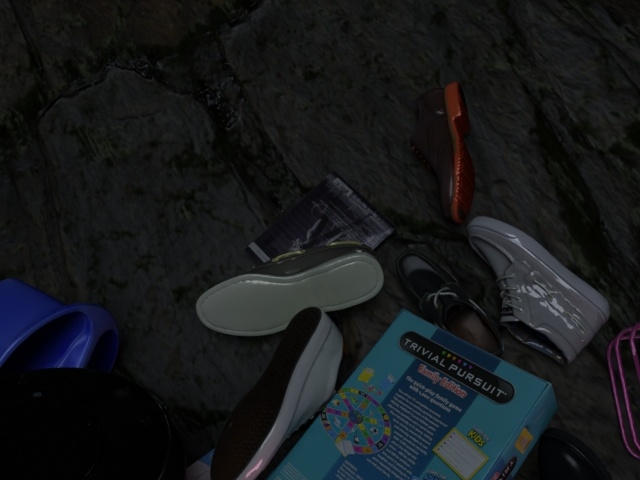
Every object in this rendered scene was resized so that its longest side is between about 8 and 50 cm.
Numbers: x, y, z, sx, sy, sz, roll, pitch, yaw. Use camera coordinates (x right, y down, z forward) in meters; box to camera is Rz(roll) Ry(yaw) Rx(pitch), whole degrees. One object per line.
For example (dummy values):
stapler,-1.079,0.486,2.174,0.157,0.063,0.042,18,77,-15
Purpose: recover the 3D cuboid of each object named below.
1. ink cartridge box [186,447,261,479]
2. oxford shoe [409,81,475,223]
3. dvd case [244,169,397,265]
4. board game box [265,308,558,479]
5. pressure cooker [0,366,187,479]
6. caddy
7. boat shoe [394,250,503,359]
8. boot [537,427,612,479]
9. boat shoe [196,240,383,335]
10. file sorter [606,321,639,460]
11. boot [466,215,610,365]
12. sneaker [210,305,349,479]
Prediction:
ink cartridge box,-0.129,0.384,0.867,0.092,0.090,0.143,-35,68,-7
oxford shoe,0.214,-0.149,1.046,0.098,0.097,0.272,-10,62,25
dvd case,0.000,0.000,1.041,0.221,0.018,0.164,-42,70,-10
board game box,0.120,0.286,0.811,0.253,0.079,0.336,25,66,44
pressure cooker,-0.328,0.416,0.707,0.369,0.421,0.375,20,29,33
caddy,-0.457,0.228,0.893,0.179,0.241,0.341,28,75,23
boat shoe,0.205,0.100,0.944,0.084,0.079,0.233,-36,67,-5
boot,0.294,0.397,0.746,0.207,0.094,0.247,-27,95,-26
boat shoe,-0.049,0.075,0.960,0.304,0.091,0.109,-14,111,6
file sorter,0.506,0.184,0.760,0.182,0.291,0.202,-5,68,9
boot,0.314,0.077,0.927,0.258,0.095,0.123,38,71,18
sneaker,-0.041,0.247,0.865,0.105,0.123,0.290,4,52,48
